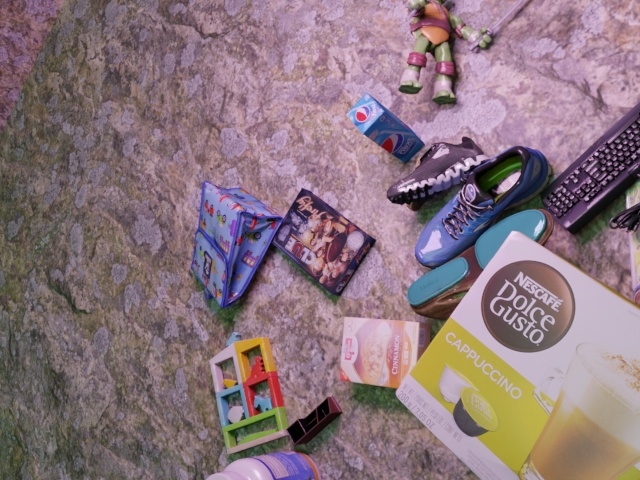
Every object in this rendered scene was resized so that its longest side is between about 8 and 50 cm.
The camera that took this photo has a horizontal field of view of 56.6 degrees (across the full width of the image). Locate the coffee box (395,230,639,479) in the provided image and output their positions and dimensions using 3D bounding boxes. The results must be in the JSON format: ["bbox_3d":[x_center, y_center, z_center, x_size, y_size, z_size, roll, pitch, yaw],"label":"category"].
[{"bbox_3d":[0.397,0.230,0.968,0.337,0.338,0.335,40,102,33],"label":"coffee box"}]

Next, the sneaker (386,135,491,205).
[{"bbox_3d":[0.244,-0.155,1.285,0.234,0.078,0.106,-22,65,2],"label":"sneaker"}]

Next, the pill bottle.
[{"bbox_3d":[-0.129,0.548,1.292,0.152,0.272,0.153,-8,76,33],"label":"pill bottle"}]

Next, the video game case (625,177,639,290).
[{"bbox_3d":[0.655,-0.027,1.042,0.206,0.026,0.227,-6,77,33],"label":"video game case"}]

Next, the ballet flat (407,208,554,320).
[{"bbox_3d":[0.332,0.065,1.180,0.342,0.124,0.116,-39,32,29],"label":"ballet flat"}]

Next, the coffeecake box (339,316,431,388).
[{"bbox_3d":[0.141,0.245,1.303,0.185,0.068,0.143,-1,80,34],"label":"coffeecake box"}]

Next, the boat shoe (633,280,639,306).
[{"bbox_3d":[0.626,0.106,0.992,0.183,0.066,0.066,-3,114,32],"label":"boat shoe"}]

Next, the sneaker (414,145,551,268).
[{"bbox_3d":[0.308,-0.075,1.213,0.330,0.147,0.130,-47,58,18],"label":"sneaker"}]

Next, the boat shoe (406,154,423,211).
[{"bbox_3d":[0.222,-0.131,1.346,0.045,0.050,0.136,17,79,39],"label":"boat shoe"}]

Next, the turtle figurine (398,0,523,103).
[{"bbox_3d":[0.274,-0.451,1.290,0.274,0.197,0.267,9,89,39],"label":"turtle figurine"}]

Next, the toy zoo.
[{"bbox_3d":[-0.190,0.375,1.519,0.192,0.030,0.294,-26,67,27],"label":"toy zoo"}]

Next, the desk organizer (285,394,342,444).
[{"bbox_3d":[-0.016,0.419,1.380,0.130,0.050,0.047,-46,59,17],"label":"desk organizer"}]

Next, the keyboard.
[{"bbox_3d":[0.568,-0.134,1.089,0.317,0.033,0.202,-47,41,17],"label":"keyboard"}]

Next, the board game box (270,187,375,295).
[{"bbox_3d":[0.000,0.000,1.467,0.243,0.042,0.165,38,102,34],"label":"board game box"}]

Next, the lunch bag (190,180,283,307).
[{"bbox_3d":[-0.250,0.022,1.582,0.221,0.138,0.294,36,111,46],"label":"lunch bag"}]

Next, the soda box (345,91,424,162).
[{"bbox_3d":[0.147,-0.246,1.319,0.067,0.210,0.071,-46,58,17],"label":"soda box"}]
